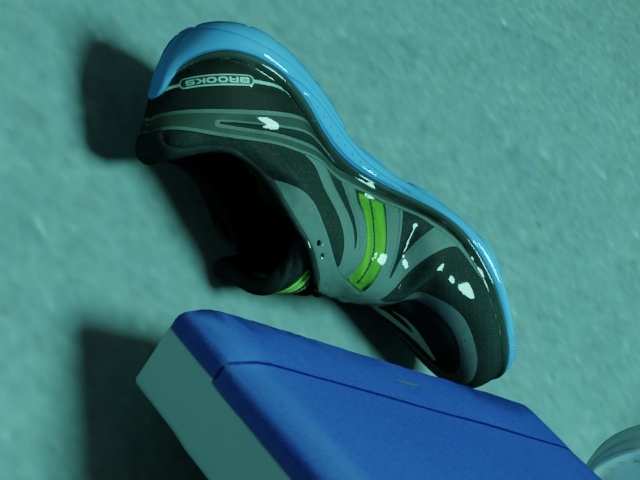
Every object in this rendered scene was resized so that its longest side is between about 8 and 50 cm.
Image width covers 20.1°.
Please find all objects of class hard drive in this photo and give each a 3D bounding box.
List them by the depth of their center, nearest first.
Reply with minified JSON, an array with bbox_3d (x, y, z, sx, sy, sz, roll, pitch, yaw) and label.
[{"bbox_3d":[0.098,0.146,0.562,0.210,0.040,0.319,20,19,-47],"label":"hard drive"}]

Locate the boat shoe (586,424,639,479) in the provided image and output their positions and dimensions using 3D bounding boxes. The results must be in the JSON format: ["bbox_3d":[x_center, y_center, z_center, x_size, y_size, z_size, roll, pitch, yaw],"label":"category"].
[{"bbox_3d":[0.157,0.203,0.689,0.096,0.098,0.277,0,66,-52],"label":"boat shoe"}]

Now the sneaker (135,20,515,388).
[{"bbox_3d":[0.000,0.000,0.687,0.188,0.067,0.078,42,59,-26],"label":"sneaker"}]
